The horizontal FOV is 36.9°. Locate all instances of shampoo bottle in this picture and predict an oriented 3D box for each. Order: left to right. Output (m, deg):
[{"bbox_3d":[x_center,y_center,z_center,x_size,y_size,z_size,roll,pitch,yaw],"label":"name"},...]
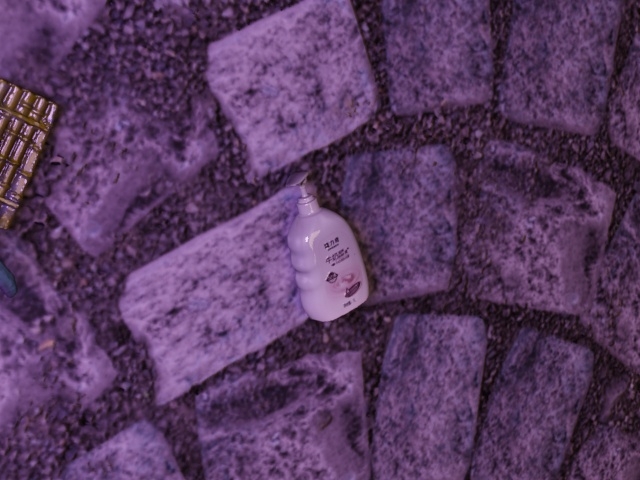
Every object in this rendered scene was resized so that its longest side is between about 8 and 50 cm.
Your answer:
[{"bbox_3d":[0.000,0.000,0.955,0.077,0.045,0.152,-27,112,-26],"label":"shampoo bottle"}]

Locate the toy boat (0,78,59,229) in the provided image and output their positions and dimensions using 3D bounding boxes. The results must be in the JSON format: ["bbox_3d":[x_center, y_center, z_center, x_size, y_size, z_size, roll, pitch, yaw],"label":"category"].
[{"bbox_3d":[-0.263,-0.071,0.787,0.063,0.016,0.115,24,86,-33],"label":"toy boat"}]

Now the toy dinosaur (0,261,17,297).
[{"bbox_3d":[-0.423,-0.086,0.638,0.331,0.129,0.383,-20,104,-22],"label":"toy dinosaur"}]
